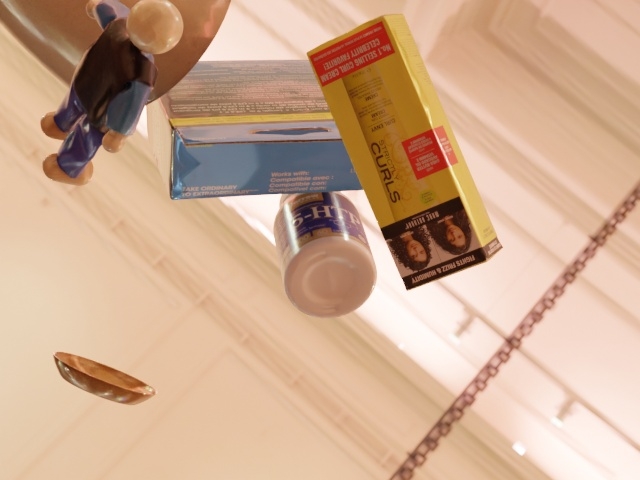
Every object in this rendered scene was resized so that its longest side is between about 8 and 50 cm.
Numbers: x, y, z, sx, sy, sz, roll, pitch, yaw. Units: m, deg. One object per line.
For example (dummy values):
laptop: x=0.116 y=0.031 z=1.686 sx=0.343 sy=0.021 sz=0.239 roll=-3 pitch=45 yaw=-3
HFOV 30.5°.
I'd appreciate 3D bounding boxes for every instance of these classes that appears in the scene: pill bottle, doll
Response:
pill bottle: x=0.000 y=0.000 z=1.436 sx=0.186 sy=0.112 sz=0.112 roll=-106 pitch=170 yaw=-57
doll: x=-0.151 y=-0.114 z=0.832 sx=0.189 sy=0.046 sz=0.129 roll=-38 pitch=-126 yaw=51

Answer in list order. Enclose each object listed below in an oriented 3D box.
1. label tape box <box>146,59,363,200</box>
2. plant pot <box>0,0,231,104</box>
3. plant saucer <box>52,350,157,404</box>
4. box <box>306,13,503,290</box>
label tape box: x=-0.064 y=-0.117 z=1.340 sx=0.333 sy=0.241 sz=0.105 roll=-122 pitch=-148 yaw=-63
plant pot: x=-0.272 y=-0.308 z=1.240 sx=0.256 sy=0.256 sz=0.274 roll=18 pitch=-10 yaw=43
plant saucer: x=-0.163 y=0.105 z=0.877 sx=0.083 sy=0.015 sz=0.083 roll=23 pitch=-2 yaw=1
box: x=0.076 y=-0.079 z=1.044 sx=0.087 sy=0.058 sz=0.232 roll=-21 pitch=-88 yaw=24
